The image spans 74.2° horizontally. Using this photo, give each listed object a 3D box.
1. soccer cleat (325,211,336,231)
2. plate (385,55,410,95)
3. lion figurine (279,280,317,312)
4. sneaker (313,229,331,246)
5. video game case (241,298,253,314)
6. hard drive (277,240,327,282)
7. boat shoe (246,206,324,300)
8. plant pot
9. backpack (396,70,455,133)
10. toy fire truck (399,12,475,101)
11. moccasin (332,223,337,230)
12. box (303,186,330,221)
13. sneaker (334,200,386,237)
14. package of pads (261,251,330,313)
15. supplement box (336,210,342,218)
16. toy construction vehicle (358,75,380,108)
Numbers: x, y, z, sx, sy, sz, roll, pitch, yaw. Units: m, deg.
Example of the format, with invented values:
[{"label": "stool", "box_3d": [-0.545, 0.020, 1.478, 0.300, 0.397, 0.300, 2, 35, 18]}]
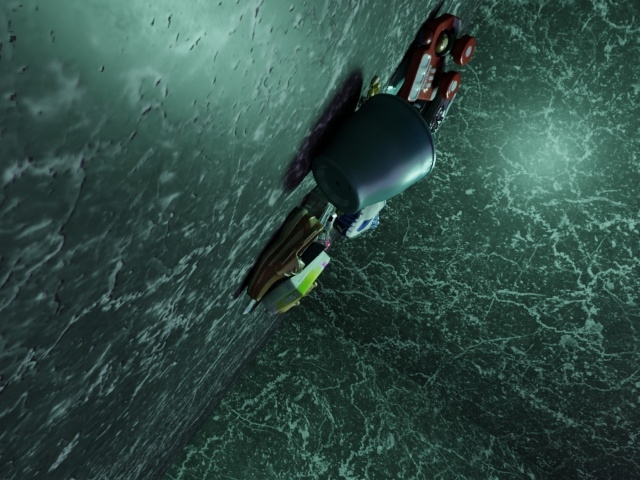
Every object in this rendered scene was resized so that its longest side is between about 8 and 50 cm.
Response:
[{"label": "soccer cleat", "box_3d": [0.033, -0.066, 1.537, 0.035, 0.029, 0.083, -33, 154, -54]}, {"label": "plate", "box_3d": [0.288, -0.589, 1.566, 0.188, 0.024, 0.188, -56, 176, -6]}, {"label": "lion figurine", "box_3d": [-0.162, 0.299, 2.262, 0.392, 0.142, 0.240, -54, 169, 23]}, {"label": "sneaker", "box_3d": [0.000, 0.000, 2.043, 0.121, 0.112, 0.299, -57, 176, 11]}, {"label": "video game case", "box_3d": [-0.254, 0.225, 1.608, 0.122, 0.011, 0.087, -56, 175, -4]}, {"label": "hard drive", "box_3d": [-0.087, 0.083, 1.632, 0.172, 0.054, 0.254, -43, -174, -27]}, {"label": "boat shoe", "box_3d": [-0.107, 0.054, 1.312, 0.324, 0.119, 0.122, -57, 175, 1]}, {"label": "plant pot", "box_3d": [0.125, -0.215, 1.151, 0.255, 0.272, 0.272, -39, 169, -21]}, {"label": "backpack", "box_3d": [0.441, -0.610, 1.789, 0.191, 0.225, 0.254, -91, -157, -58]}, {"label": "toy fire truck", "box_3d": [0.404, -0.648, 1.515, 0.253, 0.169, 0.302, -20, 135, -50]}, {"label": "moccasin", "box_3d": [0.175, -0.195, 2.378, 0.147, 0.139, 0.380, 86, 25, -55]}, {"label": "box", "box_3d": [0.007, -0.120, 1.544, 0.242, 0.076, 0.307, -60, 174, 35]}, {"label": "sneaker", "box_3d": [0.146, -0.104, 1.679, 0.182, 0.127, 0.316, -36, 154, -18]}, {"label": "package of pads", "box_3d": [-0.111, 0.173, 1.856, 0.229, 0.101, 0.296, -38, -174, 37]}, {"label": "supplement box", "box_3d": [0.122, -0.122, 1.892, 0.081, 0.188, 0.104, -55, -174, -28]}, {"label": "toy construction vehicle", "box_3d": [0.151, -0.422, 1.235, 0.086, 0.035, 0.098, -54, 175, -22]}]
